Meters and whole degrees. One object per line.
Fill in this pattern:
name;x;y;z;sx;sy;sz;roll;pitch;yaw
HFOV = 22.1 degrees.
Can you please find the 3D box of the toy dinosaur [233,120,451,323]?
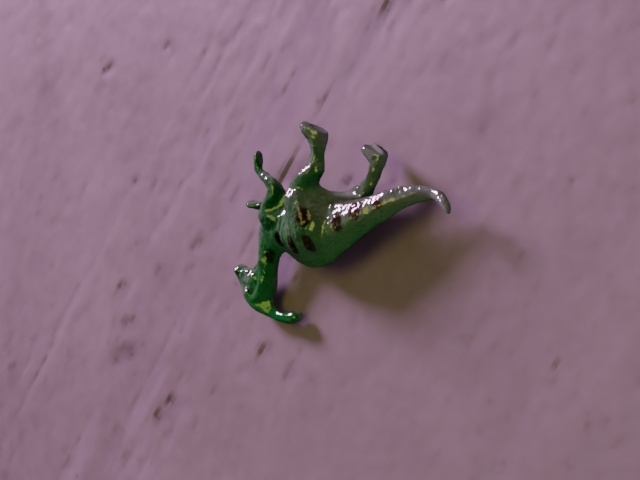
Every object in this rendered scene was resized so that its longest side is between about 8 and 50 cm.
toy dinosaur;0.000;0.000;0.472;0.083;0.021;0.062;35;112;48
